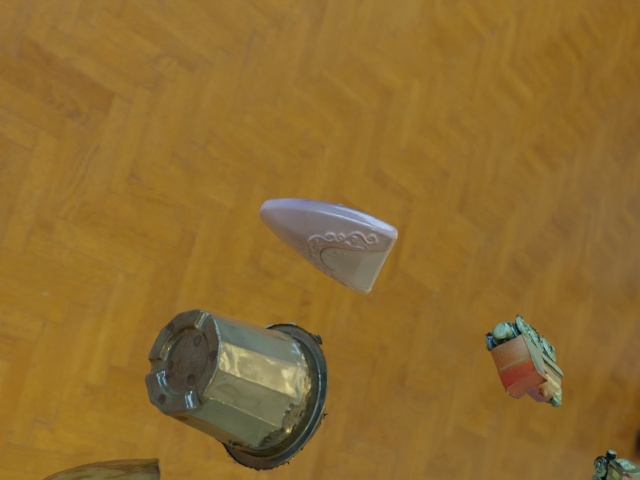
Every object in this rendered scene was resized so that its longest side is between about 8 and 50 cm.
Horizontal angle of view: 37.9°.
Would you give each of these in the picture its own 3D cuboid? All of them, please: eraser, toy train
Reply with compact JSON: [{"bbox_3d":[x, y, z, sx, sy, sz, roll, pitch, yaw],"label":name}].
[{"bbox_3d":[-0.001,0.001,1.655,0.204,0.243,0.059,109,5,-55],"label":"eraser"},{"bbox_3d":[0.302,0.185,1.355,0.176,0.074,0.118,40,27,-46],"label":"toy train"},{"bbox_3d":[0.403,0.368,1.303,0.038,0.071,0.148,-4,110,-28],"label":"toy train"}]

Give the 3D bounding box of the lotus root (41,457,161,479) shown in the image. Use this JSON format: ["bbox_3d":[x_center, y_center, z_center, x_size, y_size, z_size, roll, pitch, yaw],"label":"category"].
[{"bbox_3d":[-0.327,0.480,1.384,0.249,0.316,0.316,3,90,-18],"label":"lotus root"}]

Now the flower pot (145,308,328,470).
[{"bbox_3d":[-0.163,0.253,1.672,0.259,0.290,0.290,28,70,-44],"label":"flower pot"}]
